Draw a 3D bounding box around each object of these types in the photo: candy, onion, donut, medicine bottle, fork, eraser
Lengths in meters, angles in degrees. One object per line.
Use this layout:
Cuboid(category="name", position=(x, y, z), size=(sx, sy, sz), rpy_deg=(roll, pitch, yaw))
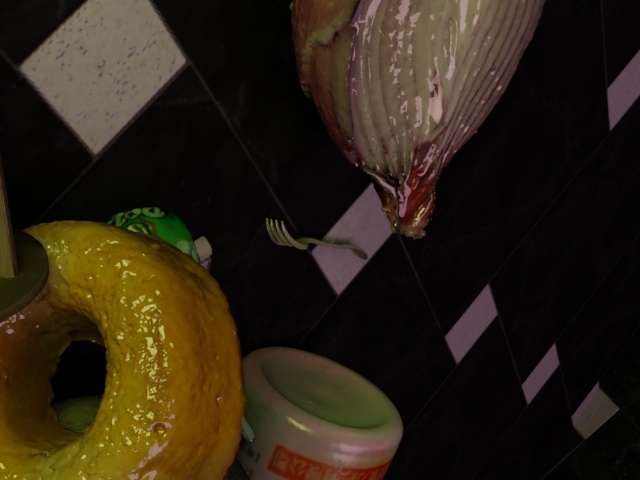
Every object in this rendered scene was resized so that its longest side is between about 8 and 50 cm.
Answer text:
Cuboid(category="candy", position=(-0.125, 0.099, 0.922), size=(0.097, 0.097, 0.323), rpy_deg=(-42, 132, -23))
Cuboid(category="onion", position=(0.070, -0.182, 0.928), size=(0.267, 0.159, 0.349), rpy_deg=(-7, 123, -36))
Cuboid(category="donut", position=(-0.197, 0.111, 0.718), size=(0.277, 0.277, 0.108), rpy_deg=(-54, 160, -5))
Cuboid(category="medicine bottle", position=(-0.068, 0.344, 1.148), size=(0.219, 0.219, 0.388), rpy_deg=(2, 117, -54))
Cuboid(category="fork", position=(-0.001, 0.007, 1.122), size=(0.219, 0.034, 0.028), rpy_deg=(19, 76, -58))
Cuboid(category="eraser", position=(-0.131, 0.042, 0.984), size=(0.027, 0.019, 0.099), rpy_deg=(-40, 147, -50))

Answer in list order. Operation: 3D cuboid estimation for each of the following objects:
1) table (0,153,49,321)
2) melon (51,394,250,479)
Cuboid(category="table", position=(-0.274, -0.069, 0.592), size=(0.167, 0.167, 0.227), rpy_deg=(-25, 127, -40))
Cuboid(category="melon", position=(-0.195, 0.276, 0.898), size=(0.248, 0.248, 0.329), rpy_deg=(-53, 145, -7))
